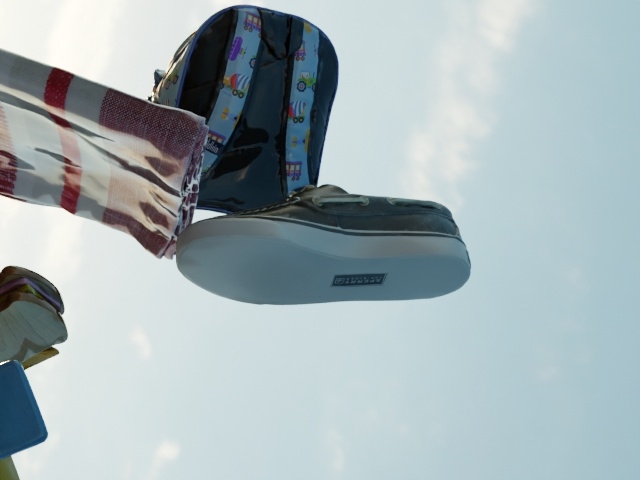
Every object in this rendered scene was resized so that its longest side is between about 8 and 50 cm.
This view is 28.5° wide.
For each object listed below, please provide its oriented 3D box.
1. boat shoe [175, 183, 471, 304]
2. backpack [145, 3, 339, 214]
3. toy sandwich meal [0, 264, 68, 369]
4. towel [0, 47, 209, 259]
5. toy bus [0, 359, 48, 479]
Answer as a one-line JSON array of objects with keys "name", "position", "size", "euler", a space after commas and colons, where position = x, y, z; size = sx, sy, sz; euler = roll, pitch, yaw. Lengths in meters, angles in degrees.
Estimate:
[{"name": "boat shoe", "position": [0.000, 0.000, 0.907], "size": [0.078, 0.219, 0.070], "euler": [119, -32, -47]}, {"name": "backpack", "position": [-0.070, -0.112, 1.059], "size": [0.117, 0.158, 0.173], "euler": [31, -70, 59]}, {"name": "toy sandwich meal", "position": [-0.163, 0.048, 0.613], "size": [0.086, 0.085, 0.029], "euler": [-58, -135, 28]}, {"name": "towel", "position": [-0.237, -0.079, 0.822], "size": [0.237, 0.329, 0.037], "euler": [117, -9, -72]}, {"name": "toy bus", "position": [-0.192, 0.129, 0.455], "size": [0.104, 0.202, 0.191], "euler": [69, -20, 0]}]
